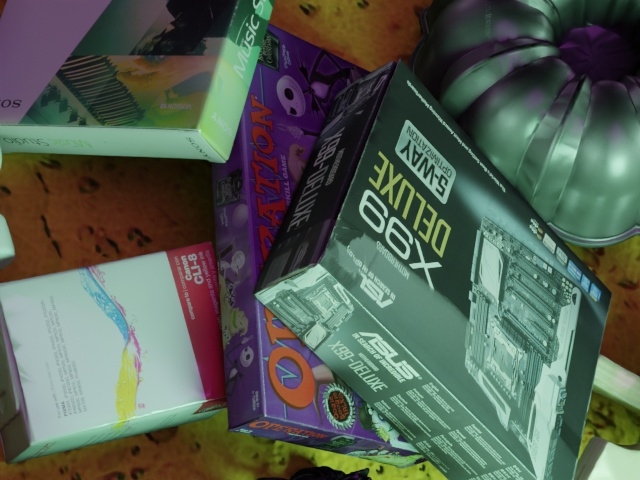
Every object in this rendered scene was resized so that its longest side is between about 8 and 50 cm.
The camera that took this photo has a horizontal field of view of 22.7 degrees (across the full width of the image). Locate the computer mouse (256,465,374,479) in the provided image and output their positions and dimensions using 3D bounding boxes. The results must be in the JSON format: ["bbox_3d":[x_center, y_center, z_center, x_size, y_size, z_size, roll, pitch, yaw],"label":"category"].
[{"bbox_3d":[-0.093,0.235,1.222,0.272,0.188,0.072,-11,88,-12],"label":"computer mouse"}]

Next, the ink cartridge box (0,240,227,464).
[{"bbox_3d":[-0.167,0.089,1.242,0.176,0.128,0.127,-12,80,-23],"label":"ink cartridge box"}]

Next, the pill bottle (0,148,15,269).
[{"bbox_3d":[-0.337,-0.098,1.214,0.162,0.162,0.278,-17,82,-23],"label":"pill bottle"}]

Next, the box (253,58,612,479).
[{"bbox_3d":[0.102,0.043,1.290,0.307,0.077,0.242,46,42,-23],"label":"box"}]

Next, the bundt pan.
[{"bbox_3d":[0.243,-0.167,1.406,0.331,0.124,0.330,0,68,0],"label":"bundt pan"}]

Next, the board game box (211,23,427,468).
[{"bbox_3d":[0.000,0.000,1.294,0.208,0.056,0.346,16,59,-41],"label":"board game box"}]

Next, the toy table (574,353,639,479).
[{"bbox_3d":[0.319,0.157,1.348,0.161,0.252,0.274,32,72,-22],"label":"toy table"}]

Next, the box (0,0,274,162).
[{"bbox_3d":[-0.141,-0.220,1.297,0.058,0.232,0.322,42,56,-55],"label":"box"}]
